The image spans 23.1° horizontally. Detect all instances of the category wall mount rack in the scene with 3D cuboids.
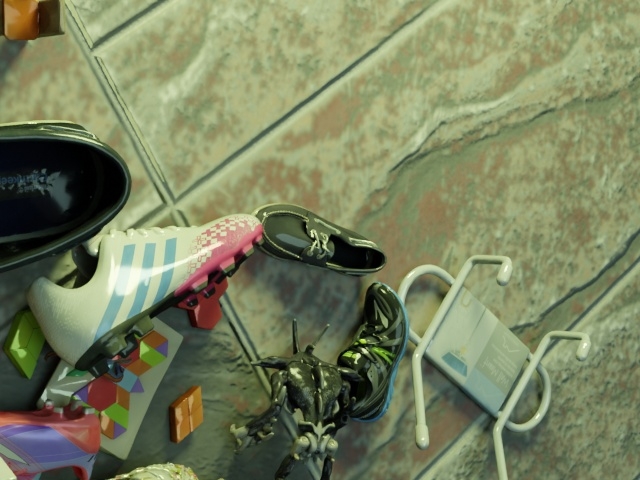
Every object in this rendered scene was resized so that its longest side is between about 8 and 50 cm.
[{"bbox_3d":[0.229,0.200,2.180,0.350,0.130,0.304,42,68,-31],"label":"wall mount rack"}]

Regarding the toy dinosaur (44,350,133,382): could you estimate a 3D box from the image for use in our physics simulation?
[{"bbox_3d":[-0.264,0.139,1.826,0.090,0.047,0.082,-24,121,0],"label":"toy dinosaur"}]

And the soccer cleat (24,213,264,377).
[{"bbox_3d":[-0.199,0.024,1.819,0.143,0.116,0.331,49,46,4],"label":"soccer cleat"}]

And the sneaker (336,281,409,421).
[{"bbox_3d":[0.066,0.149,2.088,0.078,0.067,0.188,12,88,-44],"label":"sneaker"}]

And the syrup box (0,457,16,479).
[{"bbox_3d":[-0.397,0.335,1.670,0.093,0.096,0.236,-5,118,-36],"label":"syrup box"}]

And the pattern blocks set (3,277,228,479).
[{"bbox_3d":[-0.247,0.158,1.870,0.285,0.026,0.324,20,81,-37],"label":"pattern blocks set"}]

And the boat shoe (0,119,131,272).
[{"bbox_3d":[-0.421,-0.030,1.643,0.500,0.156,0.186,-14,104,-35],"label":"boat shoe"}]

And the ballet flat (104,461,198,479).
[{"bbox_3d":[-0.234,0.311,1.820,0.241,0.077,0.091,-18,67,-33],"label":"ballet flat"}]

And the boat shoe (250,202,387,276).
[{"bbox_3d":[0.000,0.000,2.028,0.206,0.065,0.075,20,81,-37],"label":"boat shoe"}]

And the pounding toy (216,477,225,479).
[{"bbox_3d":[-0.169,0.421,1.912,0.206,0.094,0.181,-24,112,-25],"label":"pounding toy"}]

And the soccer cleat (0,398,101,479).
[{"bbox_3d":[-0.361,0.227,1.737,0.248,0.083,0.095,1,97,-29],"label":"soccer cleat"}]

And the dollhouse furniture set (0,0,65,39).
[{"bbox_3d":[-0.395,-0.326,1.653,0.262,0.135,0.259,-5,96,-38],"label":"dollhouse furniture set"}]

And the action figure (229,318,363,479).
[{"bbox_3d":[-0.029,0.245,1.982,0.164,0.141,0.275,15,57,-30],"label":"action figure"}]
